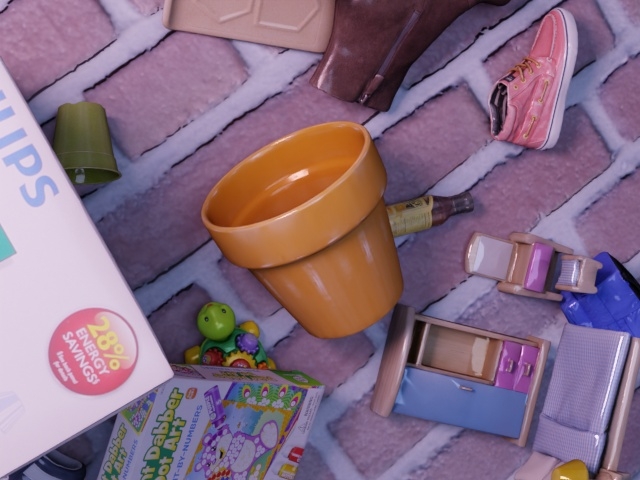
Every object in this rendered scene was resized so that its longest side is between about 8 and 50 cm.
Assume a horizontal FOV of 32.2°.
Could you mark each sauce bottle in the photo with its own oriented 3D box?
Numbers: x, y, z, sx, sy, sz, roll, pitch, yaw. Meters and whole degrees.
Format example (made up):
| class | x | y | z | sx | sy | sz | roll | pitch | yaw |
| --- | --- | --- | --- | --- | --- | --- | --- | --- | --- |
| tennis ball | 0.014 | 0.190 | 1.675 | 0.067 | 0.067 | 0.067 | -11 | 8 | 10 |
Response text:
| class | x | y | z | sx | sy | sz | roll | pitch | yaw |
| --- | --- | --- | --- | --- | --- | --- | --- | --- | --- |
| sauce bottle | 0.124 | -0.033 | 1.348 | 0.128 | 0.042 | 0.042 | -15 | 97 | -18 |

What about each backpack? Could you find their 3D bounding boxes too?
| class | x | y | z | sx | sy | sz | roll | pitch | yaw |
| --- | --- | --- | --- | --- | --- | --- | --- | --- | --- |
| backpack | 0.368 | 0.090 | 1.400 | 0.101 | 0.098 | 0.120 | -37 | 104 | 18 |

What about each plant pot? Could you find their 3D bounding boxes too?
| class | x | y | z | sx | sy | sz | roll | pitch | yaw |
| --- | --- | --- | --- | --- | --- | --- | --- | --- | --- |
| plant pot | 0.000 | 0.000 | 1.242 | 0.205 | 0.205 | 0.188 | -35 | 116 | -12 |
| plant pot | -0.261 | -0.108 | 1.215 | 0.083 | 0.083 | 0.079 | -1 | 80 | -17 |

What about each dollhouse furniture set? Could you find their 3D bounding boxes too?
| class | x | y | z | sx | sy | sz | roll | pitch | yaw |
| --- | --- | --- | --- | --- | --- | --- | --- | --- | --- |
| dollhouse furniture set | 0.223 | 0.126 | 1.248 | 0.198 | 0.303 | 0.286 | 14 | 88 | -18 |

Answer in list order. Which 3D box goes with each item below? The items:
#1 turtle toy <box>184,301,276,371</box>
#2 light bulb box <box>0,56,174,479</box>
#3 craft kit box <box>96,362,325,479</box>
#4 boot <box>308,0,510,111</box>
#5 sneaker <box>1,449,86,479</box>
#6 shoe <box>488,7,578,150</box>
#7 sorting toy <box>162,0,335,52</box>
| class | x | y | z | sx | sy | sz | roll | pitch | yaw |
| --- | --- | --- | --- | --- | --- | --- | --- | --- | --- |
| turtle toy | -0.105 | 0.131 | 1.272 | 0.095 | 0.066 | 0.130 | -26 | 99 | -14 |
| light bulb box | -0.340 | 0.010 | 1.043 | 0.225 | 0.361 | 0.358 | -30 | 100 | -14 |
| craft kit box | -0.129 | 0.256 | 1.199 | 0.247 | 0.061 | 0.250 | 11 | 100 | -45 |
| boot | 0.111 | -0.253 | 1.320 | 0.248 | 0.090 | 0.207 | 6 | 113 | -38 |
| sneaker | -0.387 | 0.266 | 1.175 | 0.282 | 0.099 | 0.153 | 15 | 93 | -24 |
| shoe | 0.260 | -0.203 | 1.368 | 0.081 | 0.063 | 0.178 | 7 | 95 | -22 |
| sorting toy | -0.065 | -0.318 | 1.249 | 0.208 | 0.038 | 0.193 | 5 | 119 | -18 |
